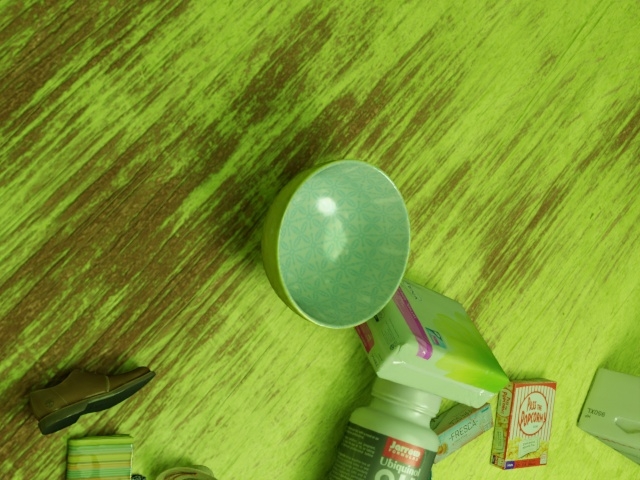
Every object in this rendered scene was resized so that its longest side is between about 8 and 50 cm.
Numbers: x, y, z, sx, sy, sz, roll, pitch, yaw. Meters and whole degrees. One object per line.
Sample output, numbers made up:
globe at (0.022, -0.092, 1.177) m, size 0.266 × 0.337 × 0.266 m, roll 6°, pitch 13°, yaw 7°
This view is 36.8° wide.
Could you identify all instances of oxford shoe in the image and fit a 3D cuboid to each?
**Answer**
oxford shoe at (-0.347, 0.224, 1.480) m, size 0.212 × 0.076 × 0.076 m, roll -15°, pitch 65°, yaw -46°

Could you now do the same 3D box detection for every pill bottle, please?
pill bottle at (0.118, 0.417, 1.795) m, size 0.176 × 0.176 × 0.318 m, roll 25°, pitch 80°, yaw -37°

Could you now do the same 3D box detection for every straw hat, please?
straw hat at (-0.205, 0.411, 1.611) m, size 0.061 × 0.144 × 0.144 m, roll -76°, pitch 144°, yaw -59°

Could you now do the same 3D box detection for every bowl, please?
bowl at (0.000, 0.000, 1.661) m, size 0.289 × 0.156 × 0.289 m, roll -5°, pitch 98°, yaw -37°

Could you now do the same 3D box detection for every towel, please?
towel at (-0.355, 0.424, 1.521) m, size 0.102 × 0.021 × 0.237 m, roll 3°, pitch 95°, yaw -24°

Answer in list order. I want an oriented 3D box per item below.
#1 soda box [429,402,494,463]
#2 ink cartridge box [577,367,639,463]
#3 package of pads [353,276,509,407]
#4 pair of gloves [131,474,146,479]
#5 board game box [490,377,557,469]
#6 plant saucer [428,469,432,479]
soda box at (0.274, 0.390, 1.985) m, size 0.183 × 0.063 × 0.058 m, roll -22°, pitch 109°, yaw -35°
ink cartridge box at (0.854, 0.469, 2.308) m, size 0.395 × 0.285 × 0.166 m, roll 32°, pitch 75°, yaw -37°
package of pads at (0.186, 0.176, 1.792) m, size 0.297 × 0.229 × 0.101 m, roll 24°, pitch 116°, yaw -37°
pair of gloves at (-0.307, 0.427, 1.569) m, size 0.074 × 0.010 × 0.083 m, roll -31°, pitch 111°, yaw -30°
board game box at (0.452, 0.405, 2.138) m, size 0.147 × 0.045 × 0.193 m, roll 4°, pitch 93°, yaw -38°
plant saucer at (0.164, 0.468, 1.917) m, size 0.119 × 0.021 × 0.119 m, roll 1°, pitch 85°, yaw -17°
